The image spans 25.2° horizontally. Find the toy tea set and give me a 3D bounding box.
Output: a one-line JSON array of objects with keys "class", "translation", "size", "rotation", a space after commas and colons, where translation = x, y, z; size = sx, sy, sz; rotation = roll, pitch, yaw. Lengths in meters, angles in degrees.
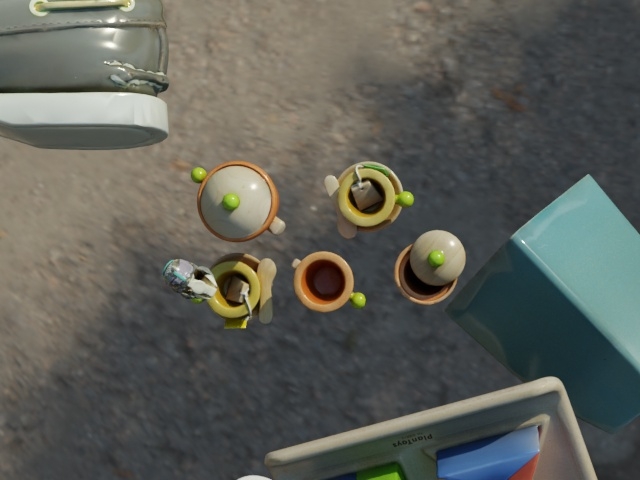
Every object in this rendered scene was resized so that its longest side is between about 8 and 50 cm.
[{"class": "toy tea set", "translation": [0.000, 0.000, 1.681], "size": [0.336, 0.124, 0.200], "rotation": [-4, 90, 9]}]

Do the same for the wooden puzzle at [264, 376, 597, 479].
[{"class": "wooden puzzle", "translation": [0.145, 0.323, 1.520], "size": [0.322, 0.080, 0.348], "rotation": [-17, 121, 12]}]

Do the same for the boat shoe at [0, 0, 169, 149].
[{"class": "boat shoe", "translation": [-0.240, -0.107, 0.834], "size": [0.305, 0.109, 0.091], "rotation": [2, 84, -5]}]

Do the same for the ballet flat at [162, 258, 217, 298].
[{"class": "ballet flat", "translation": [-0.133, 0.047, 1.534], "size": [0.041, 0.114, 0.041], "rotation": [-3, 80, 16]}]

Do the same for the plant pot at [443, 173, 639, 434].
[{"class": "plant pot", "translation": [0.298, 0.086, 1.606], "size": [0.234, 0.165, 0.166], "rotation": [47, 50, 10]}]

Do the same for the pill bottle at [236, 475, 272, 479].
[{"class": "pill bottle", "translation": [-0.069, 0.244, 1.117], "size": [0.067, 0.067, 0.120], "rotation": [18, 126, -25]}]
